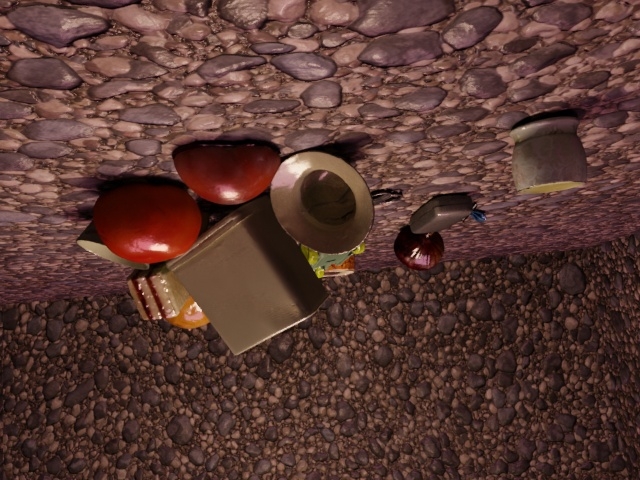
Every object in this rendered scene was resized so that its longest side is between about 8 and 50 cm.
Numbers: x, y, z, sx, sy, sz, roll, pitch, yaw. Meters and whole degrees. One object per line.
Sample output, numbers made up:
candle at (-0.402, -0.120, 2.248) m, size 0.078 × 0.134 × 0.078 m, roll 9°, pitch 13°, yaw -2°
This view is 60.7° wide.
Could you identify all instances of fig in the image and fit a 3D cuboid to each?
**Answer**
fig at (0.404, 0.017, 2.193) m, size 0.203 × 0.187 × 0.249 m, roll 12°, pitch 163°, yaw 3°

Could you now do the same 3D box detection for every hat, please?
hat at (0.025, -0.106, 1.273) m, size 0.257 × 0.257 × 0.130 m, roll -11°, pitch -160°, yaw 31°

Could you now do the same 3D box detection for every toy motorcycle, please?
toy motorcycle at (0.000, 0.000, 1.817) m, size 0.191 × 0.200 × 0.326 m, roll -12°, pitch 166°, yaw -19°

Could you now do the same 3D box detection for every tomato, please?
tomato at (-0.423, -0.040, 1.346) m, size 0.259 × 0.180 × 0.260 m, roll -8°, pitch 166°, yaw -2°
tomato at (-0.197, -0.130, 1.161) m, size 0.227 × 0.112 × 0.199 m, roll -1°, pitch 172°, yaw -9°

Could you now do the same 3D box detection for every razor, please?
razor at (0.568, -0.097, 2.010) m, size 0.082 × 0.042 × 0.253 m, roll -53°, pitch 154°, yaw 16°

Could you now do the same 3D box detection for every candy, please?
candy at (-0.535, 0.129, 1.907) m, size 0.135 × 0.180 × 0.321 m, roll -7°, pitch -158°, yaw 9°

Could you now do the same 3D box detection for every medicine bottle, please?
medicine bottle at (0.481, -0.179, 1.156) m, size 0.147 × 0.143 × 0.147 m, roll -4°, pitch 175°, yaw 0°

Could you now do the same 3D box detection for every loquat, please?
loquat at (-0.559, 0.222, 2.383) m, size 0.328 × 0.329 × 0.328 m, roll -6°, pitch 170°, yaw -1°

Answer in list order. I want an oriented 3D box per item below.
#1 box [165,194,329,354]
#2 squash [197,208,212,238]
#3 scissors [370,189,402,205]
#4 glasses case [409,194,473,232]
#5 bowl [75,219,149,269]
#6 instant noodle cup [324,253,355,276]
box at (-0.205, 0.104, 1.557) m, size 0.352 × 0.344 × 0.177 m, roll -32°, pitch -174°, yaw 31°
squash at (-0.483, -0.025, 1.615) m, size 0.288 × 0.111 × 0.203 m, roll -9°, pitch 168°, yaw 28°
scissors at (0.142, -0.112, 1.722) m, size 0.109 × 0.022 × 0.300 m, roll 4°, pitch 168°, yaw -29°
glasses case at (0.405, -0.085, 1.871) m, size 0.131 × 0.074 × 0.323 m, roll -4°, pitch 170°, yaw -7°
bowl at (-0.572, -0.004, 1.561) m, size 0.211 × 0.112 × 0.211 m, roll 16°, pitch 160°, yaw 6°
instant noodle cup at (0.049, 0.049, 2.157) m, size 0.213 × 0.174 × 0.213 m, roll -5°, pitch 170°, yaw -1°
